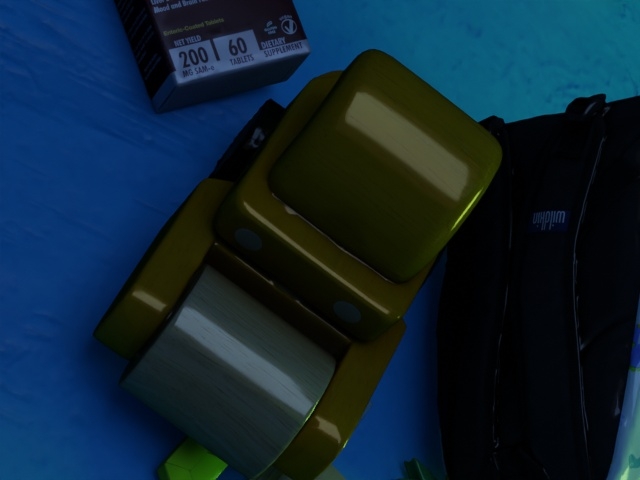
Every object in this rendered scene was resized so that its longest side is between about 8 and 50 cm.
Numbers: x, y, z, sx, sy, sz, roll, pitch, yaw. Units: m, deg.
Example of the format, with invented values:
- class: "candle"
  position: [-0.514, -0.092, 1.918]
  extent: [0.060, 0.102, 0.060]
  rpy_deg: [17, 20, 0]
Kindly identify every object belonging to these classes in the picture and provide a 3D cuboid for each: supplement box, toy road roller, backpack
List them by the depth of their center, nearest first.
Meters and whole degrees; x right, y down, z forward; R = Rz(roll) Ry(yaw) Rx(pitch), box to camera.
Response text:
- class: "toy road roller"
  position: [0.000, 0.000, 1.453]
  extent: [0.202, 0.240, 0.329]
  rpy_deg: [36, 51, -7]
- class: "backpack"
  position: [0.225, 0.092, 1.559]
  extent: [0.273, 0.290, 0.356]
  rpy_deg: [34, 59, -35]
- class: "supplement box"
  position: [-0.113, -0.241, 1.592]
  extent: [0.130, 0.073, 0.239]
  rpy_deg: [-17, 79, -24]

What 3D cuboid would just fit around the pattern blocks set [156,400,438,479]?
- class: "pattern blocks set"
  position: [-0.019, 0.266, 1.483]
  extent: [0.325, 0.026, 0.285]
  rpy_deg: [-39, 93, -37]
